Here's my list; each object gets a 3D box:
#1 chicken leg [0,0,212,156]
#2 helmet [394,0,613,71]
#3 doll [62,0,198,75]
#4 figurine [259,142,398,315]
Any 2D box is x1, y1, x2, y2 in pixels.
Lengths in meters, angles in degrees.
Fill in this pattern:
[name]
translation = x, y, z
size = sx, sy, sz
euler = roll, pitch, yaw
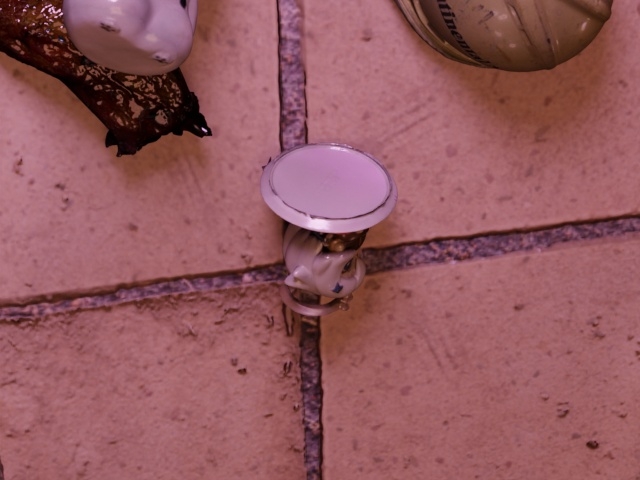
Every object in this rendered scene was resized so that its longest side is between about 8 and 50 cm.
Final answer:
[chicken leg]
translation = -0.193, -0.152, 1.180
size = 0.105, 0.063, 0.234
euler = -45, 117, 6
[helmet]
translation = 0.168, -0.238, 1.178
size = 0.257, 0.137, 0.204
euler = 38, 104, -28
[doll]
translation = -0.138, -0.223, 1.101
size = 0.110, 0.107, 0.180
euler = 32, 76, -36
[figurine]
translation = 0.000, 0.000, 1.290
size = 0.132, 0.132, 0.153
euler = -4, 131, -12
